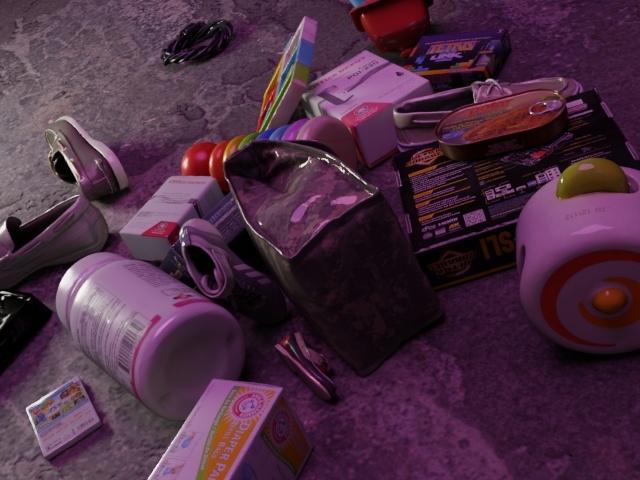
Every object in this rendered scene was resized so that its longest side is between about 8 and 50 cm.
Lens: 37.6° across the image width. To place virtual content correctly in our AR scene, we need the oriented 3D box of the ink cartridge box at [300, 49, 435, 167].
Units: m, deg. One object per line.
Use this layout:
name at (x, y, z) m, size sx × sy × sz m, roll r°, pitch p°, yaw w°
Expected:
ink cartridge box at (0.082, -0.232, 1.622) m, size 0.158 × 0.092 × 0.218 m, roll -33°, pitch 34°, yaw -12°

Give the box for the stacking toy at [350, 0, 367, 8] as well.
stacking toy at (0.110, -0.628, 2.096) m, size 0.175 × 0.166 × 0.302 m, roll -32°, pitch 22°, yaw 9°

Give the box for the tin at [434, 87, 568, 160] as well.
tin at (0.259, -0.166, 1.348) m, size 0.189 × 0.040 × 0.106 m, roll -12°, pitch 40°, yaw 18°

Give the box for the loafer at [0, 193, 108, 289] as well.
loafer at (-0.533, 0.008, 1.650) m, size 0.319 × 0.111 × 0.112 m, roll -23°, pitch 35°, yaw 1°

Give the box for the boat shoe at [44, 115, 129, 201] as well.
boat shoe at (-0.483, -0.161, 1.847) m, size 0.091 × 0.109 × 0.305 m, roll -33°, pitch 39°, yaw -21°

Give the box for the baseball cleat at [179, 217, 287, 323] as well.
baseball cleat at (-0.119, 0.063, 1.258) m, size 0.072 × 0.206 × 0.109 m, roll -37°, pitch 28°, yaw 17°

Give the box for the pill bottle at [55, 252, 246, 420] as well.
pill bottle at (-0.243, 0.119, 1.291) m, size 0.160 × 0.160 × 0.283 m, roll -40°, pitch 38°, yaw -22°

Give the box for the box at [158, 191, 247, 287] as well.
box at (-0.145, -0.017, 1.415) m, size 0.233 × 0.059 × 0.183 m, roll -46°, pitch 1°, yaw -27°

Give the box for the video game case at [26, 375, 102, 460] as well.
video game case at (-0.362, 0.248, 1.324) m, size 0.087 × 0.011 × 0.122 m, roll -33°, pitch 36°, yaw -11°

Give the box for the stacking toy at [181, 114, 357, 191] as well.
stacking toy at (-0.103, -0.129, 1.579) m, size 0.330 × 0.141 × 0.141 m, roll 1°, pitch 42°, yaw 41°

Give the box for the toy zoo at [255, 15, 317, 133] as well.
toy zoo at (-0.065, -0.285, 1.722) m, size 0.192 × 0.030 × 0.293 m, roll -58°, pitch 16°, yaw 36°

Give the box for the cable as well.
cable at (-0.287, -0.451, 2.175) m, size 0.150 × 0.047 × 0.184 m, roll 22°, pitch 52°, yaw 40°

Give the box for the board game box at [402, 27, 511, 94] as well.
board game box at (0.238, -0.317, 1.678) m, size 0.170 × 0.048 × 0.141 m, roll 1°, pitch 43°, yaw 31°

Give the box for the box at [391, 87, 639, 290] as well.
box at (0.273, -0.077, 1.319) m, size 0.322 × 0.079 × 0.257 m, roll -18°, pitch 33°, yaw 9°

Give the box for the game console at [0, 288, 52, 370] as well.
game console at (-0.632, 0.159, 1.575) m, size 0.361 × 0.044 × 0.213 m, roll 5°, pitch 43°, yaw 35°

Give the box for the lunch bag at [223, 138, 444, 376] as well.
lunch bag at (0.000, 0.000, 1.239) m, size 0.169 × 0.235 × 0.287 m, roll -38°, pitch 37°, yaw -9°

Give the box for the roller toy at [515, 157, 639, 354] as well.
roller toy at (0.320, 0.028, 1.056) m, size 0.191 × 0.209 × 0.146 m, roll -50°, pitch 18°, yaw 36°

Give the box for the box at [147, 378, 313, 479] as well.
box at (-0.108, 0.269, 1.057) m, size 0.103 × 0.114 × 0.203 m, roll 2°, pitch 41°, yaw 32°

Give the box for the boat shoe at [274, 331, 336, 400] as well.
boat shoe at (-0.013, 0.158, 1.207) m, size 0.043 × 0.049 × 0.137 m, roll -32°, pitch 31°, yaw -15°

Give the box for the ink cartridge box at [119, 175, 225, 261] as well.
ink cartridge box at (-0.240, -0.037, 1.556) m, size 0.109 × 0.063 × 0.150 m, roll 4°, pitch 44°, yaw 35°

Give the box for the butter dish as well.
butter dish at (0.152, -0.405, 1.795) m, size 0.160 × 0.118 × 0.160 m, roll -20°, pitch -5°, yaw 9°

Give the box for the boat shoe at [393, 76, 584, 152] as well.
boat shoe at (0.260, -0.202, 1.473) m, size 0.302 × 0.094 × 0.109 m, roll -16°, pitch 36°, yaw 11°
